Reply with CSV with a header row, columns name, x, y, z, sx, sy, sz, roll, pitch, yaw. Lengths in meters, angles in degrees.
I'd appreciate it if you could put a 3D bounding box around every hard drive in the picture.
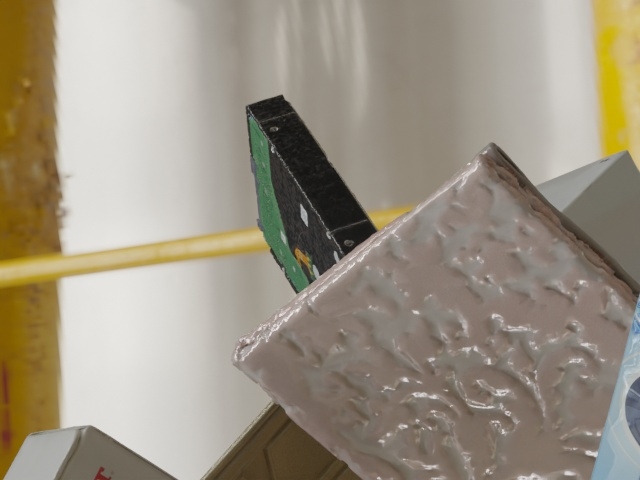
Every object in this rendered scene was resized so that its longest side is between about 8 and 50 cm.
name,x,y,z,sx,sy,sz,roll,pitch,yaw
hard drive,0.000,0.000,2.059,0.237,0.064,0.339,86,158,-43

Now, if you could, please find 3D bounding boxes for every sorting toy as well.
name,x,y,z,sx,sy,sz,roll,pitch,yaw
sorting toy,-0.063,0.328,1.722,0.307,0.041,0.229,-47,-66,-11

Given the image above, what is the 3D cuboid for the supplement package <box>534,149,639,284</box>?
name,x,y,z,sx,sy,sz,roll,pitch,yaw
supplement package,0.262,0.086,1.651,0.199,0.198,0.262,-39,-79,-45

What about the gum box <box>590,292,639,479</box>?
name,x,y,z,sx,sy,sz,roll,pitch,yaw
gum box,0.266,0.122,1.030,0.041,0.157,0.184,-31,-42,-45

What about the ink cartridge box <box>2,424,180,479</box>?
name,x,y,z,sx,sy,sz,roll,pitch,yaw
ink cartridge box,-0.147,0.322,1.318,0.306,0.131,0.226,37,-117,-21

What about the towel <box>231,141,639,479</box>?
name,x,y,z,sx,sy,sz,roll,pitch,yaw
towel,0.142,0.118,1.352,0.332,0.317,0.053,43,-150,-12
